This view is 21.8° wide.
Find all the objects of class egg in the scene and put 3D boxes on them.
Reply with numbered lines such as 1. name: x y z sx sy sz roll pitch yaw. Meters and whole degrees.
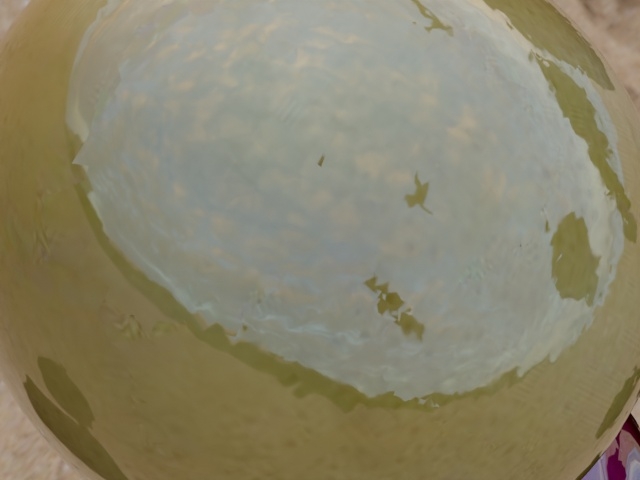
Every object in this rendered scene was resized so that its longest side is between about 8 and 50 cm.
1. egg: 0.000 0.000 0.626 0.322 0.250 0.250 29 44 -65

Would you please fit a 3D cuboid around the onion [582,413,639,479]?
1. onion: 0.196 0.263 1.392 0.420 0.398 0.398 3 64 0
